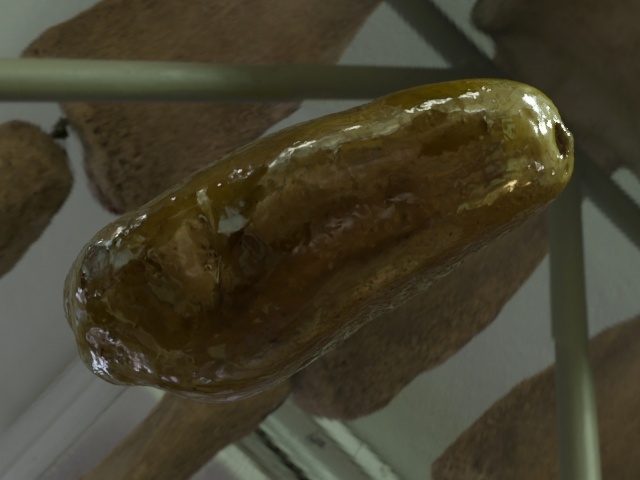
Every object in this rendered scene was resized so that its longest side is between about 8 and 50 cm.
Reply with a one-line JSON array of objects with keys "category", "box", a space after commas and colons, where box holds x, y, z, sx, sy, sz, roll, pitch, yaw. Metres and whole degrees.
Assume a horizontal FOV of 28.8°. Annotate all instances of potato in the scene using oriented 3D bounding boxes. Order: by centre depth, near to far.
[{"category": "potato", "box": [0.000, 0.000, 0.844, 0.369, 0.176, 0.195, -26, -50, 4]}]
